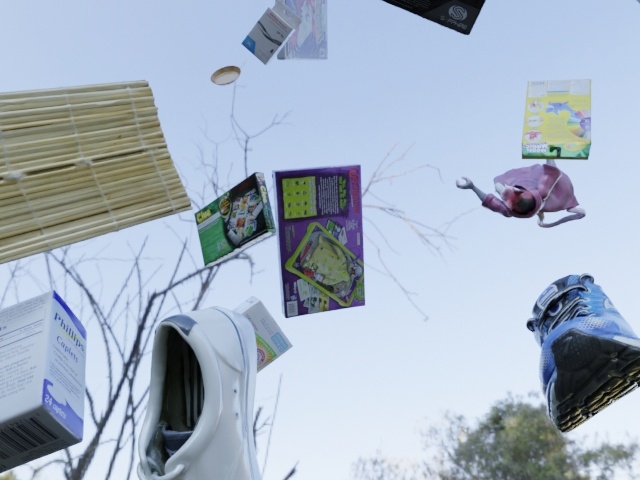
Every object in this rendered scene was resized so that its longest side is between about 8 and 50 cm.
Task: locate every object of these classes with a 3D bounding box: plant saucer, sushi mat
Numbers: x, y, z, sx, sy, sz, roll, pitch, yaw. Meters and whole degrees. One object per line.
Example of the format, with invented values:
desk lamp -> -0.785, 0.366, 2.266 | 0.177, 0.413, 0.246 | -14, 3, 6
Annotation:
plant saucer -> -0.244, -0.425, 1.393 | 0.083, 0.083, 0.015 | -9, -41, 7
sushi mat -> -0.275, -0.061, 0.488 | 0.316, 0.151, 0.019 | -22, 9, -41

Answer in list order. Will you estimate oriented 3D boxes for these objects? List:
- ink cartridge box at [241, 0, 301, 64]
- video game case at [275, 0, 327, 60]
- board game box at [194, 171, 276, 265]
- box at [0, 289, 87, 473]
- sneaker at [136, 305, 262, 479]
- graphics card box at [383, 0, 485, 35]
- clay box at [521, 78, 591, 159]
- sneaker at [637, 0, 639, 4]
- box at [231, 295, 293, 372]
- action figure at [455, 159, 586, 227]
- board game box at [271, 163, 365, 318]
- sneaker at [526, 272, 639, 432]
ink cartridge box -> -0.071, -0.307, 0.790 | 0.048, 0.028, 0.083 | 39, -74, -8
video game case -> -0.035, -0.475, 1.099 | 0.023, 0.183, 0.201 | 10, -69, 27
board game box -> -0.198, -0.042, 1.202 | 0.030, 0.136, 0.259 | -5, -14, -45
box -> -0.291, 0.134, 0.495 | 0.126, 0.137, 0.072 | -20, -46, -3
sneaker -> -0.101, 0.181, 0.422 | 0.094, 0.258, 0.091 | -13, -14, 30
graphics card box -> 0.185, -0.511, 0.748 | 0.233, 0.094, 0.371 | 19, -61, -5
clay box -> 0.485, -0.240, 1.104 | 0.127, 0.222, 0.053 | 5, -33, 22
sneaker -> 0.531, -0.411, 0.865 | 0.061, 0.065, 0.158 | -29, -84, 10
box -> -0.138, 0.186, 1.071 | 0.103, 0.114, 0.203 | -35, 2, -11
action figure -> 0.549, -0.110, 1.462 | 0.248, 0.276, 0.370 | -26, 1, 32
board game box -> 0.000, 0.000, 1.263 | 0.208, 0.056, 0.347 | -5, -77, -13
sneaker -> 0.290, 0.117, 0.611 | 0.130, 0.147, 0.330 | -42, -28, 16
